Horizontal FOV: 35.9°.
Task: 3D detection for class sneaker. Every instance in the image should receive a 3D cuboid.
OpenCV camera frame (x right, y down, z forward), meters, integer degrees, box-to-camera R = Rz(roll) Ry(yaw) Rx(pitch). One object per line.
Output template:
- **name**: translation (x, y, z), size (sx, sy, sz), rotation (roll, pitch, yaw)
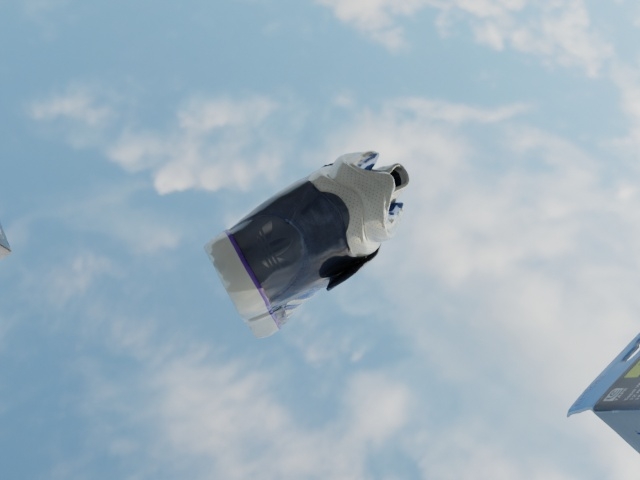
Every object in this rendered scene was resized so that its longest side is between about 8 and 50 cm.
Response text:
- **sneaker**: translation (0.000, 0.000, 1.117), size (0.236, 0.323, 0.130), rotation (-29, -96, -4)

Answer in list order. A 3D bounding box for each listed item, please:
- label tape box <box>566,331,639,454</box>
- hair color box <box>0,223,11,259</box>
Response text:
- **label tape box**: translation (0.430, 0.123, 0.970), size (0.249, 0.348, 0.115), rotation (-40, -89, -18)
- **hair color box**: translation (-0.411, -0.036, 0.778), size (0.174, 0.347, 0.105), rotation (-28, -109, 2)
